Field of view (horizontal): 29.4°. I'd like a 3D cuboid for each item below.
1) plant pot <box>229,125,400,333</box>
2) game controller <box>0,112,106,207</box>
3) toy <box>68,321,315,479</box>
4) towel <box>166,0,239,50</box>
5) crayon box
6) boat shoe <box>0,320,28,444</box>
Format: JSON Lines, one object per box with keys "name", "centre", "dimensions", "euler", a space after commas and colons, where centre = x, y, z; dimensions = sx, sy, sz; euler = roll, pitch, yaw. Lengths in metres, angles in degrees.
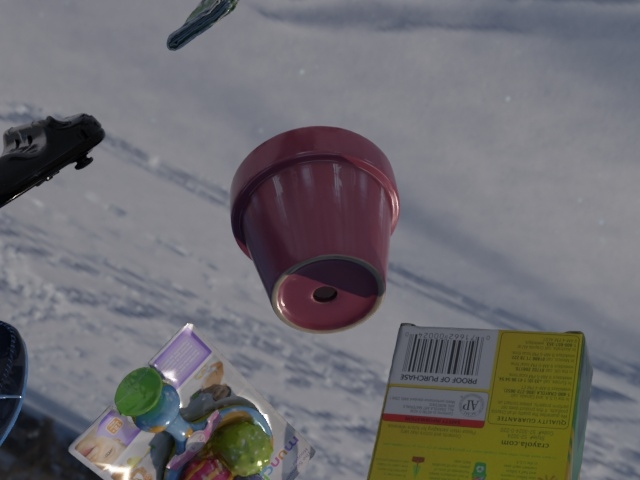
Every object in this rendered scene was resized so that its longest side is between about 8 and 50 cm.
{"name": "plant pot", "centre": [0.000, 0.000, 1.396], "dimensions": [0.201, 0.180, 0.201], "euler": [-5, 134, -5]}
{"name": "game controller", "centre": [-0.331, -0.074, 1.312], "dimensions": [0.067, 0.166, 0.319], "euler": [50, 165, -16]}
{"name": "toy", "centre": [-0.087, 0.185, 1.011], "dimensions": [0.056, 0.137, 0.237], "euler": [32, 165, 46]}
{"name": "towel", "centre": [-0.112, -0.283, 1.374], "dimensions": [0.113, 0.152, 0.023], "euler": [-24, 120, 41]}
{"name": "crayon box", "centre": [0.150, 0.241, 1.208], "dimensions": [0.202, 0.318, 0.081], "euler": [2, 145, 22]}
{"name": "boat shoe", "centre": [-0.375, 0.190, 1.251], "dimensions": [0.109, 0.258, 0.089], "euler": [4, 148, 17]}
